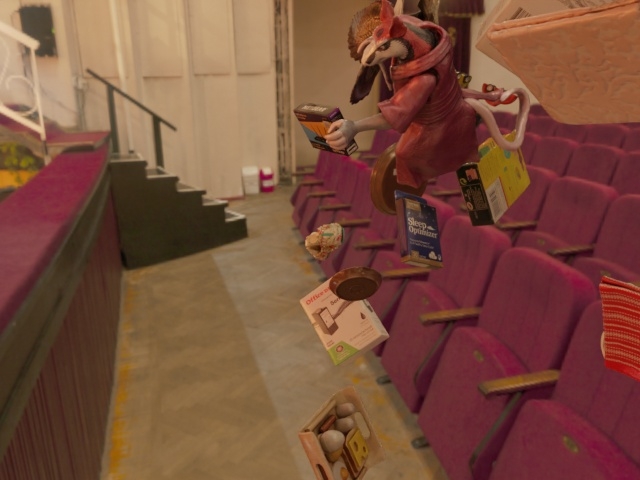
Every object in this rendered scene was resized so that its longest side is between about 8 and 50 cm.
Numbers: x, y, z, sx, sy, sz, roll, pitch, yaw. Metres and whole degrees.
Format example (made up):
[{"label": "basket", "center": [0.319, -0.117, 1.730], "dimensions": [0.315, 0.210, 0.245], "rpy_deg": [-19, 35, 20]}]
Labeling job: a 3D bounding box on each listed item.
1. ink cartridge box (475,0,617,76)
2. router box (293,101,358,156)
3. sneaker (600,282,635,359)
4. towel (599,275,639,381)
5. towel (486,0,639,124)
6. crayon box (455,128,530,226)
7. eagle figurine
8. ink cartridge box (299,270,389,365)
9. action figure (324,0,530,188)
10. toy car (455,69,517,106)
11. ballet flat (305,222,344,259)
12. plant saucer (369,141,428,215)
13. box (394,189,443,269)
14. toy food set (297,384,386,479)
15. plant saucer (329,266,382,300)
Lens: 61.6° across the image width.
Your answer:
[{"label": "ink cartridge box", "center": [0.624, -0.583, 1.316], "dimensions": [0.286, 0.395, 0.166], "rpy_deg": [32, 46, -7]}, {"label": "router box", "center": [0.013, -0.307, 1.474], "dimensions": [0.046, 0.133, 0.179], "rpy_deg": [-42, 34, -16]}, {"label": "sneaker", "center": [0.981, 0.279, 1.751], "dimensions": [0.112, 0.131, 0.296], "rpy_deg": [2, 62, 24]}, {"label": "towel", "center": [0.651, 0.202, 1.056], "dimensions": [0.031, 0.274, 0.199], "rpy_deg": [-41, 38, -20]}, {"label": "towel", "center": [0.548, -0.346, 1.086], "dimensions": [0.332, 0.053, 0.317], "rpy_deg": [33, -11, -35]}, {"label": "crayon box", "center": [0.546, -0.201, 1.682], "dimensions": [0.081, 0.202, 0.319], "rpy_deg": [-5, 23, 45]}, {"label": "eagle figurine", "center": [0.174, -0.515, 1.413], "dimensions": [0.299, 0.225, 0.226], "rpy_deg": [-15, 16, 30]}, {"label": "ink cartridge box", "center": [0.081, 0.275, 1.897], "dimensions": [0.198, 0.272, 0.115], "rpy_deg": [-37, -23, 11]}, {"label": "action figure", "center": [0.175, -0.222, 0.844], "dimensions": [0.276, 0.247, 0.370], "rpy_deg": [4, -19, 23]}, {"label": "toy car", "center": [0.402, -0.435, 1.496], "dimensions": [0.239, 0.053, 0.225], "rpy_deg": [15, 22, -16]}, {"label": "ballet flat", "center": [0.000, 0.000, 1.452], "dimensions": [0.077, 0.091, 0.241], "rpy_deg": [0, -15, -13]}, {"label": "plant saucer", "center": [0.295, -0.218, 1.940], "dimensions": [0.278, 0.277, 0.041], "rpy_deg": [-12, 26, -33]}, {"label": "box", "center": [0.278, -0.036, 1.525], "dimensions": [0.137, 0.225, 0.036], "rpy_deg": [12, -27, -33]}, {"label": "toy food set", "center": [0.070, 0.509, 1.319], "dimensions": [0.092, 0.219, 0.306], "rpy_deg": [-26, -4, 23]}, {"label": "plant saucer", "center": [0.111, 0.142, 1.675], "dimensions": [0.169, 0.168, 0.029], "rpy_deg": [-2, 50, -4]}]
